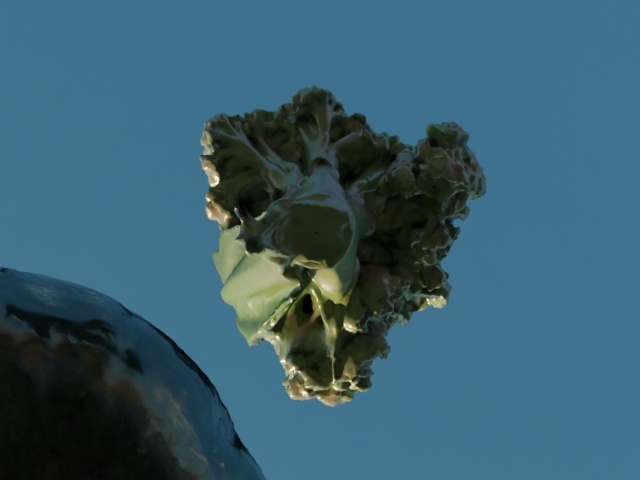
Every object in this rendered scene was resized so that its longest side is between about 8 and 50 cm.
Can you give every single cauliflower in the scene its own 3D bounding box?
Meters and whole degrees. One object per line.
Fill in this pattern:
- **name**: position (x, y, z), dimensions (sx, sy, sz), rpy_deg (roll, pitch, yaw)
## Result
- **cauliflower**: position (0.000, 0.000, 1.162), dimensions (0.238, 0.315, 0.256), rpy_deg (11, -92, 8)

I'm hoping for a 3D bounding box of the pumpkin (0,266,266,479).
- **pumpkin**: position (-0.147, 0.158, 0.575), dimensions (0.300, 0.207, 0.300), rpy_deg (3, -96, -27)
